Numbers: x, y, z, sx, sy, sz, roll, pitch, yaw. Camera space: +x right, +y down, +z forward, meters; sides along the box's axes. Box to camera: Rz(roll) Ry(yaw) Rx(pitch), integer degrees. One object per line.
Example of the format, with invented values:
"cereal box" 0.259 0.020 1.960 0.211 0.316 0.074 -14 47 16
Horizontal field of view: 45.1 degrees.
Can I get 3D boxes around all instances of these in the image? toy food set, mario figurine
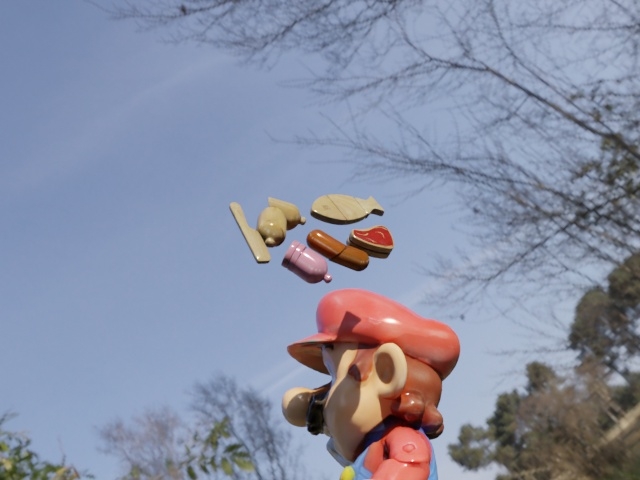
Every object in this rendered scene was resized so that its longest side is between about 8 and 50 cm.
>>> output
"toy food set" 0.000 0.000 0.519 0.122 0.078 0.019 -1 -47 -32
"mario figurine" 0.028 0.189 0.595 0.170 0.321 0.198 9 -34 -29
